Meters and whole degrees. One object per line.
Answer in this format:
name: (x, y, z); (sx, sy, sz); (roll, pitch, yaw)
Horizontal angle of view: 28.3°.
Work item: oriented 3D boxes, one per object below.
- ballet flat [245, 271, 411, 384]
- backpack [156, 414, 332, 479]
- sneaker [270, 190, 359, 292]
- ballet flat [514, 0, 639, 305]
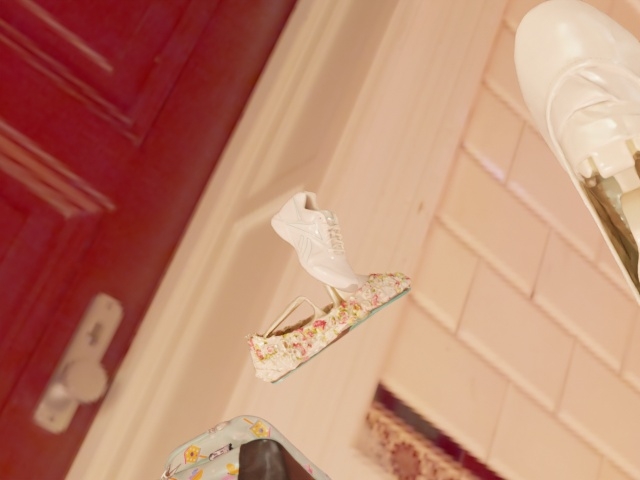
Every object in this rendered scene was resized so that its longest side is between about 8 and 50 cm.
ballet flat: (0.008, 0.094, 1.642); (0.077, 0.241, 0.091); (58, 166, -6)
backpack: (-0.079, 0.247, 1.061); (0.188, 0.144, 0.166); (-30, 128, 17)
sneaker: (0.000, 0.000, 1.463); (0.053, 0.152, 0.061); (14, 119, -50)
ballet flat: (0.312, -0.054, 1.254); (0.139, 0.139, 0.400); (-20, 101, 44)
